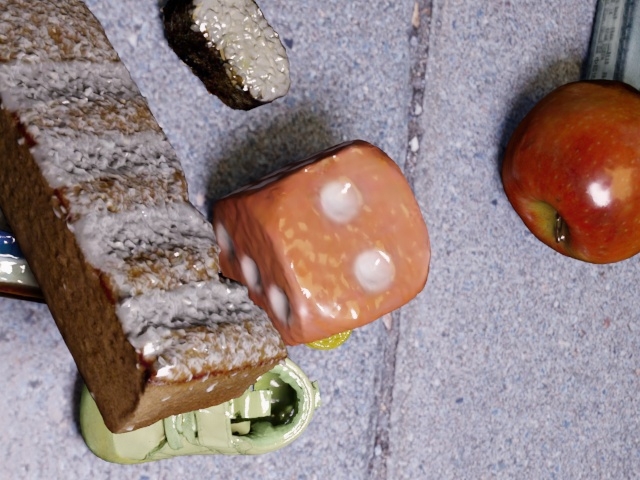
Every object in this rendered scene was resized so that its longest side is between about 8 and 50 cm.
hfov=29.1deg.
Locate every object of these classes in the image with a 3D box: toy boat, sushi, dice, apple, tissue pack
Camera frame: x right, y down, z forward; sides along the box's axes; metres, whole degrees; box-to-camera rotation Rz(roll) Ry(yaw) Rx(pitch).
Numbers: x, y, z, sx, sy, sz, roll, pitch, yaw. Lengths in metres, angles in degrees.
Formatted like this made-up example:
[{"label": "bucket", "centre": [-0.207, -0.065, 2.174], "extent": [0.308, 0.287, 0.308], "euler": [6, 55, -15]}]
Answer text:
[{"label": "toy boat", "centre": [-0.268, 0.000, 1.168], "extent": [0.262, 0.114, 0.115], "euler": [14, 79, -40]}, {"label": "sushi", "centre": [-0.096, -0.205, 1.300], "extent": [0.150, 0.078, 0.090], "euler": [47, 61, -26]}, {"label": "dice", "centre": [0.000, 0.000, 1.305], "extent": [0.175, 0.174, 0.179], "euler": [-22, 97, -26]}, {"label": "apple", "centre": [0.344, -0.091, 1.528], "extent": [0.230, 0.230, 0.230], "euler": [-2, 93, -35]}, {"label": "tissue pack", "centre": [0.456, -0.278, 1.680], "extent": [0.185, 0.081, 0.257], "euler": [15, 82, -34]}]

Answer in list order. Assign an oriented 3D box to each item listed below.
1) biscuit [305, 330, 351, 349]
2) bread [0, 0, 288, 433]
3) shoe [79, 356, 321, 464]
[{"label": "biscuit", "centre": [0.004, 0.084, 1.417], "extent": [0.084, 0.023, 0.084], "euler": [0, 91, -35]}, {"label": "bread", "centre": [-0.196, -0.039, 1.101], "extent": [0.165, 0.113, 0.416], "euler": [-12, 66, -52]}, {"label": "shoe", "centre": [-0.119, 0.157, 1.287], "extent": [0.262, 0.128, 0.140], "euler": [4, 76, -38]}]
